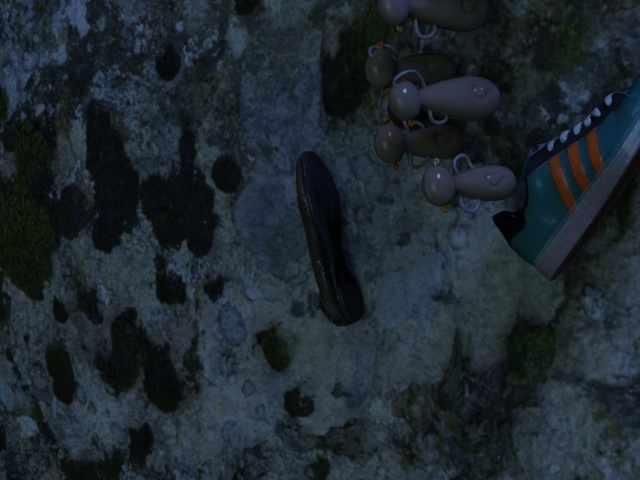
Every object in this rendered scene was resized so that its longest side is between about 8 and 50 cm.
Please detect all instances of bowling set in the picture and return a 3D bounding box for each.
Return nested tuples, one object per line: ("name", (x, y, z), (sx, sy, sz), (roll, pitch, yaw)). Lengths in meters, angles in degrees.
("bowling set", (0.112, -0.159, 1.417), (0.200, 0.154, 0.287), (-20, 77, 58))

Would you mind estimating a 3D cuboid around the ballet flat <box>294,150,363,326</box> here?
("ballet flat", (0.000, 0.000, 1.603), (0.058, 0.084, 0.250), (-11, 97, 33))

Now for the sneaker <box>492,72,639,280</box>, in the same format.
("sneaker", (0.308, -0.098, 1.359), (0.121, 0.108, 0.302), (39, 119, 17))
